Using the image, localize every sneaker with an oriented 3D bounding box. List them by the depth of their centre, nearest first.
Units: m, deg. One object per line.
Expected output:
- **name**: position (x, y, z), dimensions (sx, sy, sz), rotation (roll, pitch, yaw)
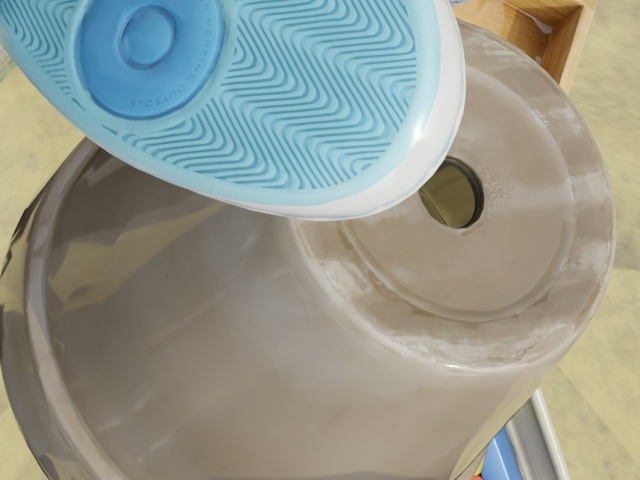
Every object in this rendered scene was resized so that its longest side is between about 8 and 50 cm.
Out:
- **sneaker**: position (-0.045, -0.094, 0.554), dimensions (0.319, 0.208, 0.127), rotation (38, 95, 29)

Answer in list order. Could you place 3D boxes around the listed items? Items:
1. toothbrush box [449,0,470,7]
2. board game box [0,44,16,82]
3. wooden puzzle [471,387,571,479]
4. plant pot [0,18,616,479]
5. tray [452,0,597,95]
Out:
- **toothbrush box**: position (0.105, -0.289, 1.032), dimensions (0.122, 0.283, 0.206), rotation (-7, 91, -25)
- **board game box**: position (-0.289, -0.186, 1.269), dimensions (0.046, 0.213, 0.317), rotation (33, 51, -4)
- **wooden puzzle**: position (0.095, 0.210, 1.693), dimensions (0.348, 0.080, 0.322), rotation (-12, 106, 29)
- **plant pot**: position (0.011, 0.020, 0.818), dimensions (0.323, 0.280, 0.323), rotation (9, 68, -24)
- **tray**: position (0.053, -0.236, 1.386), dimensions (0.411, 0.076, 0.203), rotation (28, 62, -14)
